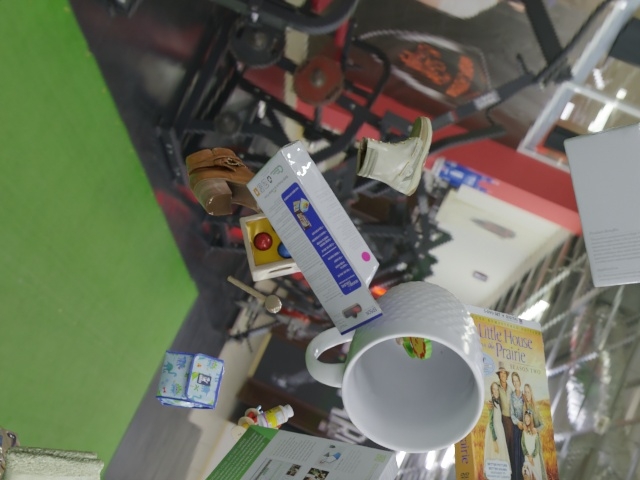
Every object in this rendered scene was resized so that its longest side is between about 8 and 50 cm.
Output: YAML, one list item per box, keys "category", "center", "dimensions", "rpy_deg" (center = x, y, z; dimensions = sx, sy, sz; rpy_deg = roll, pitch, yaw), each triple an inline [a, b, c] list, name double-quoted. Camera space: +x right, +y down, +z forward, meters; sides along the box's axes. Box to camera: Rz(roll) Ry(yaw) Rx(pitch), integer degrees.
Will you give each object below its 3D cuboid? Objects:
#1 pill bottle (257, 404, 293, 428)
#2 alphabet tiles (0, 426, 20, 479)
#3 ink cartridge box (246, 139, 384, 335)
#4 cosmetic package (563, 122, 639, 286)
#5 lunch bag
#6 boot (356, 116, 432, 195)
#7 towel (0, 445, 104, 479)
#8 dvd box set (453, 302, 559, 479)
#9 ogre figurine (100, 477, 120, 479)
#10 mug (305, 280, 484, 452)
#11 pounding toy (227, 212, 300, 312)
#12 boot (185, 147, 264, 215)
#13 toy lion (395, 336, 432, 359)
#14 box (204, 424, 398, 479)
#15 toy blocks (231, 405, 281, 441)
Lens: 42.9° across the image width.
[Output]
- category: "pill bottle"
  center: [-0.109, 0.429, 1.981]
  dimensions: [0.083, 0.043, 0.043]
  rpy_deg: [-19, 149, -27]
- category: "alphabet tiles"
  center: [-0.595, 0.511, 1.573]
  dimensions: [0.011, 0.342, 0.285]
  rpy_deg: [-27, 153, 0]
- category: "ink cartridge box"
  center: [0.000, 0.000, 1.601]
  dimensions: [0.069, 0.371, 0.176]
  rpy_deg: [-28, 176, -33]
- category: "cosmetic package"
  center: [0.452, -0.053, 1.215]
  dimensions: [0.085, 0.117, 0.231]
  rpy_deg: [-15, 95, -54]
- category: "lunch bag"
  center: [-0.326, 0.354, 2.055]
  dimensions: [0.096, 0.151, 0.129]
  rpy_deg: [85, 14, -66]
- category: "boot"
  center: [0.183, -0.235, 2.039]
  dimensions: [0.077, 0.165, 0.213]
  rpy_deg: [150, -42, -70]
- category: "towel"
  center: [-0.420, 0.363, 1.273]
  dimensions: [0.027, 0.148, 0.110]
  rpy_deg: [-98, -155, -48]
- category: "dvd box set"
  center: [0.422, 0.374, 1.886]
  dimensions: [0.062, 0.307, 0.420]
  rpy_deg: [-25, -122, 46]
- category: "ogre figurine"
  center: [-0.415, 0.478, 1.436]
  dimensions: [0.197, 0.118, 0.097]
  rpy_deg: [-26, -137, 24]
- category: "mug"
  center: [0.153, 0.236, 1.712]
  dimensions: [0.328, 0.374, 0.276]
  rpy_deg: [-67, 152, -65]
- category: "pounding toy"
  center: [-0.118, 0.049, 1.766]
  dimensions: [0.094, 0.181, 0.206]
  rpy_deg: [93, -17, -73]
- category: "boot"
  center: [-0.186, -0.146, 2.007]
  dimensions: [0.220, 0.283, 0.109]
  rpy_deg: [-122, -149, -48]
- category: "toy lion"
  center: [0.195, 0.206, 1.662]
  dimensions: [0.034, 0.096, 0.100]
  rpy_deg: [-15, 143, -21]
- category: "box"
  center: [-0.049, 0.449, 1.481]
  dimensions: [0.232, 0.322, 0.058]
  rpy_deg: [-44, 131, -50]
- category: "toy blocks"
  center: [-0.168, 0.521, 2.308]
  dimensions: [0.148, 0.123, 0.054]
  rpy_deg: [-43, 141, -65]
